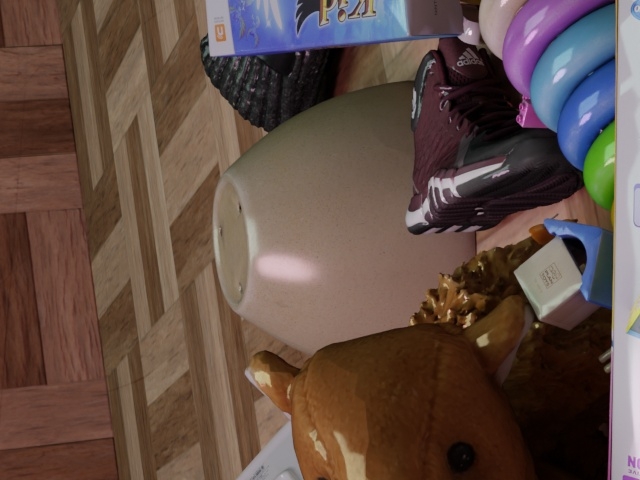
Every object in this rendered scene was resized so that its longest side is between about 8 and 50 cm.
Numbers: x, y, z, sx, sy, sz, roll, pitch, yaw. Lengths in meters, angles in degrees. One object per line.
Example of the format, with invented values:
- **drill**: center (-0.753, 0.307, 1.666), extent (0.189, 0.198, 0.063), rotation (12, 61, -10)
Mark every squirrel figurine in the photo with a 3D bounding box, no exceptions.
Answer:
- **squirrel figurine**: center (0.097, 0.167, 1.191), extent (0.370, 0.281, 0.397), rotation (60, -151, -34)

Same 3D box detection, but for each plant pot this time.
- **plant pot**: center (0.005, -0.005, 1.675), extent (0.284, 0.191, 0.284), rotation (175, 90, -71)

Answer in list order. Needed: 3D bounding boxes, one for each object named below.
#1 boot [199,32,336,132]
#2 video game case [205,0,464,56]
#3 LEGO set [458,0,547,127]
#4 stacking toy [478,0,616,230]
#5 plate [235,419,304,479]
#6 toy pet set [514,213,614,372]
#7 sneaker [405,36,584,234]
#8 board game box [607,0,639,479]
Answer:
- **boot**: center (-0.064, -0.311, 1.900), extent (0.260, 0.131, 0.348), rotation (108, 150, -51)
- **video game case**: center (-0.003, -0.275, 1.404), extent (0.269, 0.061, 0.244), rotation (2, 99, 53)
- **LEGO set**: center (0.145, -0.165, 1.348), extent (0.227, 0.093, 0.087), rotation (-123, 39, -56)
- **stacking toy**: center (0.225, -0.049, 1.124), extent (0.141, 0.141, 0.330), rotation (111, 142, -53)
- **plate**: center (-0.035, 0.287, 1.832), extent (0.277, 0.045, 0.278), rotation (-50, 24, 1)
- **toy pet set**: center (0.174, 0.018, 1.082), extent (0.065, 0.114, 0.122), rotation (-41, 54, 24)
- **sneaker**: center (0.125, -0.101, 1.424), extent (0.281, 0.106, 0.162), rotation (154, 113, -72)
- **board game box**: center (0.266, 0.018, 0.931), extent (0.242, 0.064, 0.316), rotation (13, 108, 45)
